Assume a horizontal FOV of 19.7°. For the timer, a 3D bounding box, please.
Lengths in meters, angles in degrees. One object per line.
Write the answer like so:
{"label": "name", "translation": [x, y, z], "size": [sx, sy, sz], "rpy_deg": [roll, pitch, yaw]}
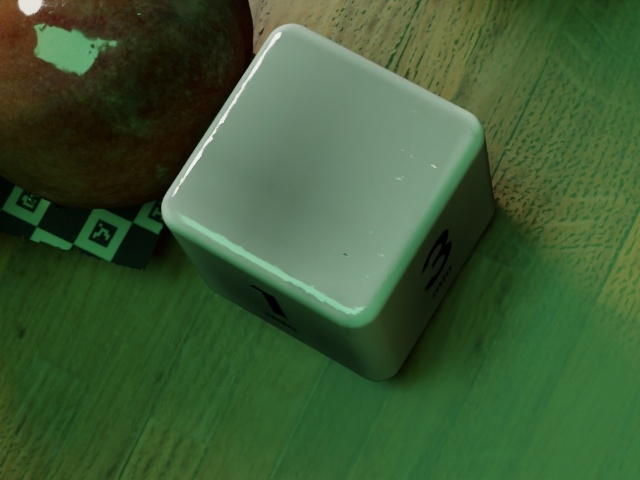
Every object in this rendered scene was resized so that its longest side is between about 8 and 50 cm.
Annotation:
{"label": "timer", "translation": [0.013, -0.026, 1.474], "size": [0.194, 0.195, 0.192], "rpy_deg": [29, 79, 17]}

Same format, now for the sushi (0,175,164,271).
{"label": "sushi", "translation": [-0.189, -0.082, 1.639], "size": [0.193, 0.040, 0.210], "rpy_deg": [15, 75, 19]}

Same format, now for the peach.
{"label": "peach", "translation": [-0.171, -0.149, 1.500], "size": [0.252, 0.252, 0.252], "rpy_deg": [-3, 80, 16]}
